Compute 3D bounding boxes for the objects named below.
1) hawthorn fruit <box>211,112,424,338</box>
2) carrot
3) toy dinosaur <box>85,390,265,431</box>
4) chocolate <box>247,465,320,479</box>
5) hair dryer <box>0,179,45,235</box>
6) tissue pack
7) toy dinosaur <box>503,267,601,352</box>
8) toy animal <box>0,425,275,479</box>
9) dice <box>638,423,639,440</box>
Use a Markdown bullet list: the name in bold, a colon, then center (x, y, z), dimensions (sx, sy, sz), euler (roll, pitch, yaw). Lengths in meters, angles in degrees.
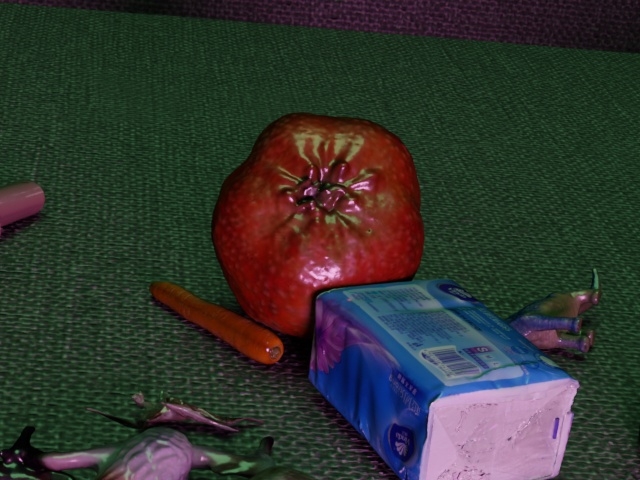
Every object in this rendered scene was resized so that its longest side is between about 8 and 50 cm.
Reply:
- **hawthorn fruit**: center (0.000, 0.000, 1.893), dimensions (0.287, 0.287, 0.330), euler (0, -22, 0)
- **carrot**: center (-0.135, 0.099, 1.885), dimensions (0.043, 0.043, 0.247), euler (-16, 31, -43)
- **toy dinosaur**: center (-0.159, 0.189, 1.647), dimensions (0.220, 0.032, 0.108), euler (5, 2, -33)
- **chocolate**: center (-0.065, 0.293, 1.392), dimensions (0.185, 0.101, 0.303), euler (19, 23, 33)
- **hair dryer**: center (-0.496, -0.035, 2.033), dimensions (0.210, 0.125, 0.352), euler (13, 14, 17)
- **tissue pack**: center (0.130, 0.161, 1.678), dimensions (0.198, 0.146, 0.263), euler (-5, 25, -29)
- **toy dinosaur**: center (0.274, 0.095, 1.982), dimensions (0.188, 0.075, 0.248), euler (8, 28, 23)
- **toy animal**: center (-0.169, 0.231, 1.504), dimensions (0.324, 0.091, 0.195), euler (0, 15, -21)
- **dice**: center (0.531, 0.126, 1.687), dimensions (0.287, 0.297, 0.300), euler (14, 24, 12)
